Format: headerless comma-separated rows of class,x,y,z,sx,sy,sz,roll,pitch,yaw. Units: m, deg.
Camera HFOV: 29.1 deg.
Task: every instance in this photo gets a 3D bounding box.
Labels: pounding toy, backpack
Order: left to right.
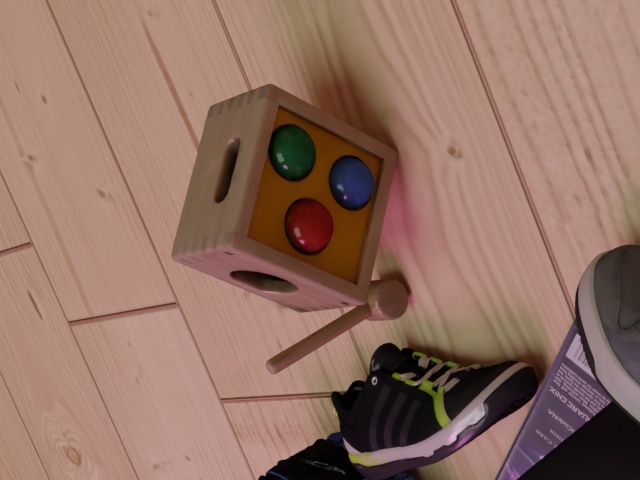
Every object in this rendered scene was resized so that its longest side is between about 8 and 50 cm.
pounding toy,0.002,0.011,0.931,0.094,0.206,0.181,-11,60,52
backpack,0.040,0.271,1.083,0.173,0.117,0.158,22,128,40

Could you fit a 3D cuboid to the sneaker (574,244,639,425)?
sneaker,0.246,0.059,0.667,0.295,0.124,0.178,-116,33,-45

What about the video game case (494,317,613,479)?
video game case,0.222,0.205,0.910,0.196,0.026,0.274,40,139,25

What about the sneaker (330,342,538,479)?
sneaker,0.072,0.126,0.983,0.235,0.084,0.097,-36,81,52

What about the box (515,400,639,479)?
box,0.202,0.204,0.784,0.093,0.156,0.158,0,112,50
